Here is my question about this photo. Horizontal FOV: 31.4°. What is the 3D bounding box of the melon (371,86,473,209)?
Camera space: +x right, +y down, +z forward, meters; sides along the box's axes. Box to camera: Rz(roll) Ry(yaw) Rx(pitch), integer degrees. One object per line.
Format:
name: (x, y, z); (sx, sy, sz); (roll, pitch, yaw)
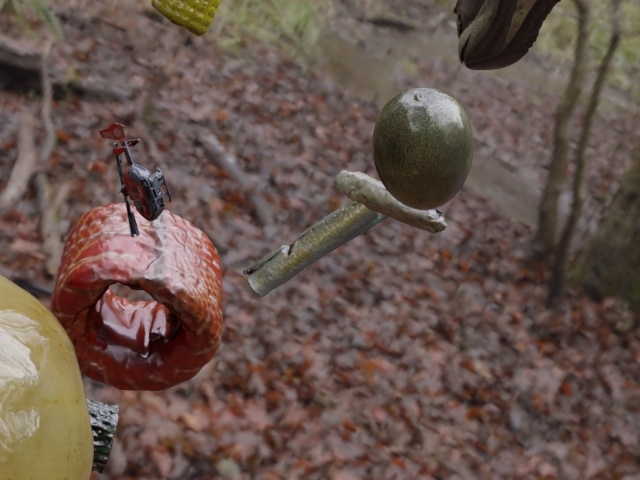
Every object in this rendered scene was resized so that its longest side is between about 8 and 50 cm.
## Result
melon: (0.098, -0.087, 1.093); (0.098, 0.130, 0.098); (-6, 47, 6)

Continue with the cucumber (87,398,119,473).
cucumber: (-0.436, 0.204, 1.442); (0.359, 0.096, 0.096); (19, 21, -16)

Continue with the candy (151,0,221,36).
candy: (-0.189, -0.433, 1.815); (0.106, 0.199, 0.094); (29, 5, -2)

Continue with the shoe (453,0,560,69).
shoe: (0.279, -0.413, 1.683); (0.132, 0.336, 0.171); (-6, 61, -17)

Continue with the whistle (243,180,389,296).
whistle: (0.000, 0.000, 2.146); (0.068, 0.326, 0.057); (58, 10, 3)

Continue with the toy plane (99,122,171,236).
toy plane: (-0.230, -0.078, 1.418); (0.060, 0.145, 0.037); (-11, 16, 28)

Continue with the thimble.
thimble: (-0.351, 0.114, 2.208); (0.350, 0.350, 0.230); (19, 40, -17)

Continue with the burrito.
burrito: (0.104, -0.055, 1.646); (0.188, 0.045, 0.058); (24, 12, 27)

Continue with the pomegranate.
pomegranate: (-0.336, 0.155, 0.974); (0.319, 0.319, 0.319); (22, 20, -9)
